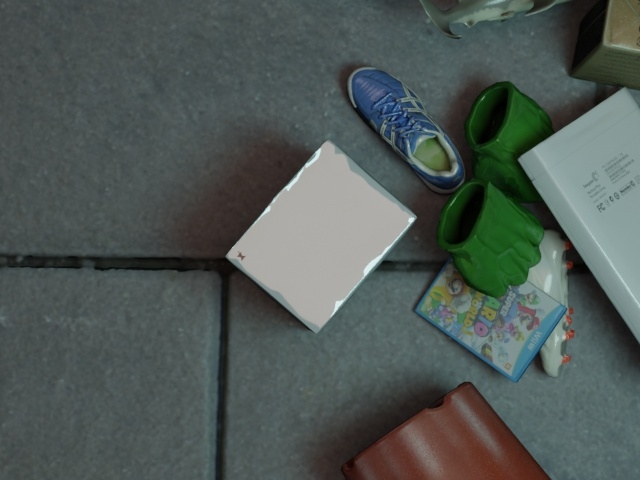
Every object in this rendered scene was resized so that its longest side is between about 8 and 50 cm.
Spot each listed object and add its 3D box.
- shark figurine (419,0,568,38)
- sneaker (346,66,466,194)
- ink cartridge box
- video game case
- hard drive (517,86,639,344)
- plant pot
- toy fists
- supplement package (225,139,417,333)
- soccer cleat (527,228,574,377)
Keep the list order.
[{"bbox_3d":[0.241,-0.338,1.760,0.278,0.166,0.116,-16,98,-6],"label":"shark figurine"},{"bbox_3d":[0.119,-0.152,1.803,0.211,0.081,0.080,45,89,2],"label":"sneaker"},{"bbox_3d":[0.460,-0.249,1.760,0.234,0.193,0.088,9,85,-2],"label":"ink cartridge box"},{"bbox_3d":[0.222,0.091,1.793,0.166,0.015,0.119,36,96,19],"label":"video game case"},{"bbox_3d":[0.423,-0.007,1.760,0.233,0.047,0.353,-32,87,-41],"label":"hard drive"},{"bbox_3d":[0.179,0.337,1.706,0.272,0.272,0.265,-33,80,-3],"label":"plant pot"},{"bbox_3d":[0.234,-0.061,1.759,0.142,0.096,0.279,37,58,-34],"label":"toy fists"},{"bbox_3d":[0.000,0.000,1.732,0.149,0.203,0.194,41,88,1],"label":"supplement package"},{"bbox_3d":[0.295,0.083,1.810,0.076,0.068,0.196,-1,88,18],"label":"soccer cleat"}]
